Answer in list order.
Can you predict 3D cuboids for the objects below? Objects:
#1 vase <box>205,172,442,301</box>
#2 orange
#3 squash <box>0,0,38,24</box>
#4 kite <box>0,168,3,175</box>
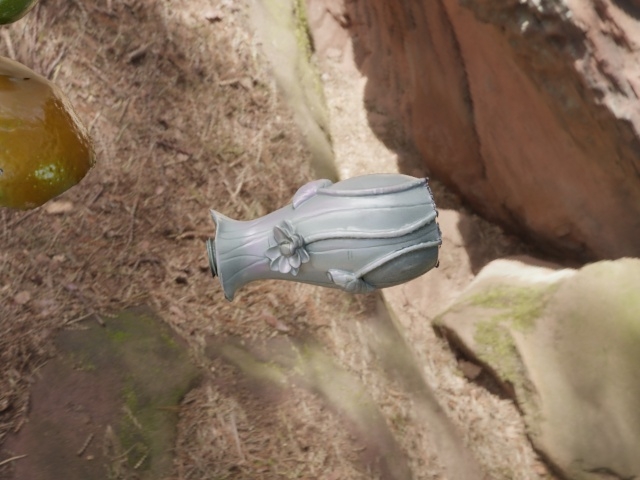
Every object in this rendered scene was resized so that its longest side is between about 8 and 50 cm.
[{"bbox_3d":[0.000,0.000,1.574,0.445,0.250,0.250,-9,75,-4],"label":"vase"},{"bbox_3d":[-0.496,-0.166,1.157,0.334,0.196,0.262,26,34,-1],"label":"orange"},{"bbox_3d":[-0.421,-0.374,1.105,0.095,0.095,0.188,34,69,-19],"label":"squash"},{"bbox_3d":[-0.277,-0.067,0.592,0.090,0.004,0.122,21,43,-51],"label":"kite"}]
